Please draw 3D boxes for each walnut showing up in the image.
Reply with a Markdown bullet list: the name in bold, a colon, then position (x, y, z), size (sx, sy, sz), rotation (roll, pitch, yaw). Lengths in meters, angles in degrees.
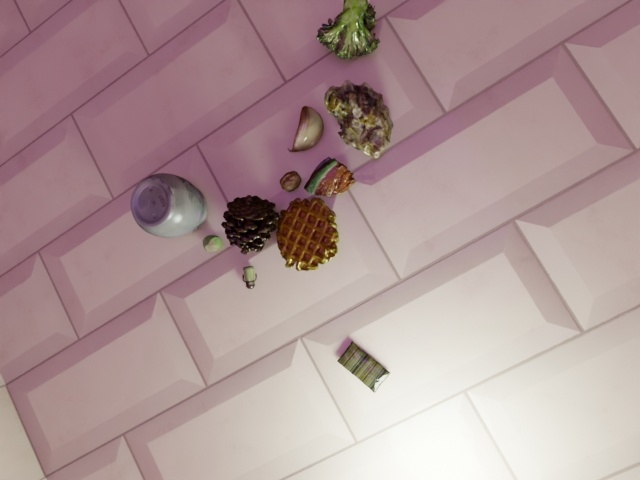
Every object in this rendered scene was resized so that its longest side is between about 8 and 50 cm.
- **walnut**: position (-0.129, -0.253, 1.782), size (0.096, 0.082, 0.079), rotation (-40, 50, 3)

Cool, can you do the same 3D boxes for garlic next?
- **garlic**: position (-0.060, -0.462, 1.754), size (0.128, 0.115, 0.207), rotation (25, 97, 5)

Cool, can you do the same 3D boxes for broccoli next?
- **broccoli**: position (0.152, -0.888, 1.607), size (0.251, 0.361, 0.222), rotation (-5, 79, -26)

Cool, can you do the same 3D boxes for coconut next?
- **coconut**: position (-0.486, 0.013, 1.853), size (0.082, 0.081, 0.083), rotation (32, 79, -24)

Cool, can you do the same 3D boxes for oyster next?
- **oyster**: position (0.172, -0.498, 1.704), size (0.237, 0.115, 0.352), rotation (-23, 84, 11)

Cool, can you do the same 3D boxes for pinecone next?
- **pinecone**: position (-0.302, -0.075, 1.745), size (0.243, 0.243, 0.257), rotation (47, 140, 9)

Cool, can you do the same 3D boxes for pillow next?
- **pillow**: position (0.179, 0.527, 1.720), size (0.203, 0.038, 0.113), rotation (37, 96, 10)

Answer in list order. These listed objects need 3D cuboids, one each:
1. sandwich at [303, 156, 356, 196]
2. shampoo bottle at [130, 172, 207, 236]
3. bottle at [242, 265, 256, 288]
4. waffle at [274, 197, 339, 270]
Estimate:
- **sandwich**: position (0.037, -0.247, 1.740), size (0.160, 0.109, 0.185), rotation (40, 95, -10)
- **shampoo bottle**: position (-0.650, -0.148, 1.791), size (0.272, 0.266, 0.273), rotation (0, 90, 14)
- **bottle**: position (-0.315, 0.165, 1.830), size (0.063, 0.047, 0.101), rotation (-6, 92, 39)
- **waffle**: position (-0.060, -0.034, 1.725), size (0.302, 0.068, 0.325), rotation (-23, 75, 26)
